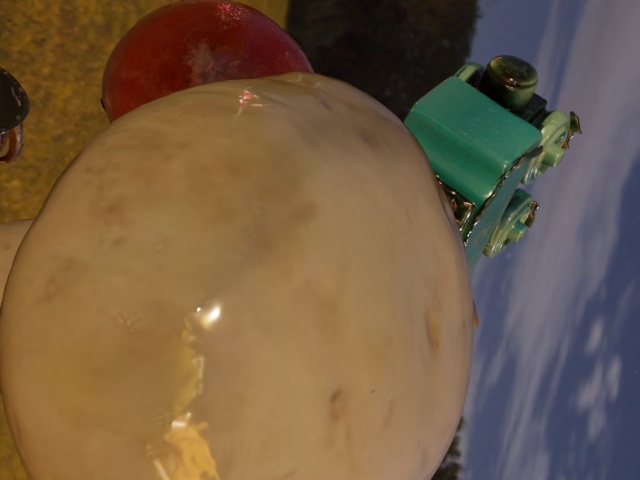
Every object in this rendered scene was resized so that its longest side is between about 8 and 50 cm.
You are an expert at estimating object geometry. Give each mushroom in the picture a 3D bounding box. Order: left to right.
[{"bbox_3d":[-0.085,0.051,0.626,0.314,0.336,0.314,0,90,-54],"label":"mushroom"}]

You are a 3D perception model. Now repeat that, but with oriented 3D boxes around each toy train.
[{"bbox_3d":[0.110,-0.043,0.851,0.163,0.112,0.203,-39,156,-41],"label":"toy train"}]

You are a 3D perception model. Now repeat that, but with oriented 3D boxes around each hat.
[{"bbox_3d":[-0.271,-0.082,0.781,0.050,0.121,0.121,84,13,-47],"label":"hat"}]

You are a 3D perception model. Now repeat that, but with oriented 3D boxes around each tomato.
[{"bbox_3d":[-0.086,-0.136,0.961,0.199,0.228,0.112,-42,177,-17],"label":"tomato"}]

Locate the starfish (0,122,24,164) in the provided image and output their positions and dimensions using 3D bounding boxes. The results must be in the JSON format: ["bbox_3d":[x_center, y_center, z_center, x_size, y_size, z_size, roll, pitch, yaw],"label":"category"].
[{"bbox_3d":[-0.334,-0.132,0.987,0.074,0.146,0.190,-54,-159,2],"label":"starfish"}]
